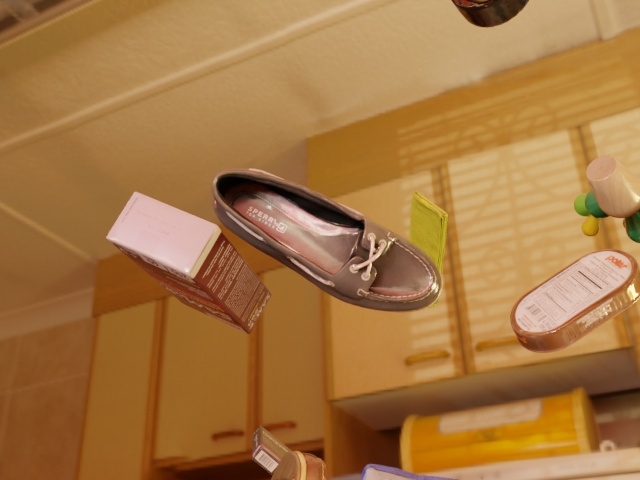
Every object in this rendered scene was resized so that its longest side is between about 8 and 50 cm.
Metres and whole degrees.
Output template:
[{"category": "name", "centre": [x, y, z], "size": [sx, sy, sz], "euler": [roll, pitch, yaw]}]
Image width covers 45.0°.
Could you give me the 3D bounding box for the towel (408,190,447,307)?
[{"category": "towel", "centre": [0.211, 0.022, 1.579], "size": [0.021, 0.102, 0.237], "euler": [-23, -48, -28]}]

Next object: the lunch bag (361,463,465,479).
[{"category": "lunch bag", "centre": [0.138, 0.576, 1.105], "size": [0.239, 0.385, 0.328], "euler": [11, 7, 2]}]

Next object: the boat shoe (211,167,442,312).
[{"category": "boat shoe", "centre": [0.000, 0.000, 1.011], "size": [0.335, 0.112, 0.095], "euler": [25, -9, 13]}]

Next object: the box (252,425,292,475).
[{"category": "box", "centre": [-0.073, 0.399, 1.399], "size": [0.116, 0.029, 0.162], "euler": [41, -4, -5]}]

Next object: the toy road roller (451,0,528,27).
[{"category": "toy road roller", "centre": [0.163, -0.429, 0.877], "size": [0.240, 0.329, 0.202], "euler": [-46, -34, 12]}]

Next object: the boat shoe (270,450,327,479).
[{"category": "boat shoe", "centre": [-0.012, 0.233, 0.535], "size": [0.060, 0.177, 0.064], "euler": [6, 1, -17]}]

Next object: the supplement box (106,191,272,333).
[{"category": "supplement box", "centre": [-0.163, 0.036, 1.017], "size": [0.130, 0.073, 0.239], "euler": [22, -16, 22]}]

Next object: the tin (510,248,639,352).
[{"category": "tin", "centre": [0.344, 0.079, 1.041], "size": [0.190, 0.106, 0.040], "euler": [-34, -59, 0]}]

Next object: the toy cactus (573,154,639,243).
[{"category": "toy cactus", "centre": [0.355, -0.033, 0.846], "size": [0.112, 0.219, 0.180], "euler": [-45, -54, 8]}]
